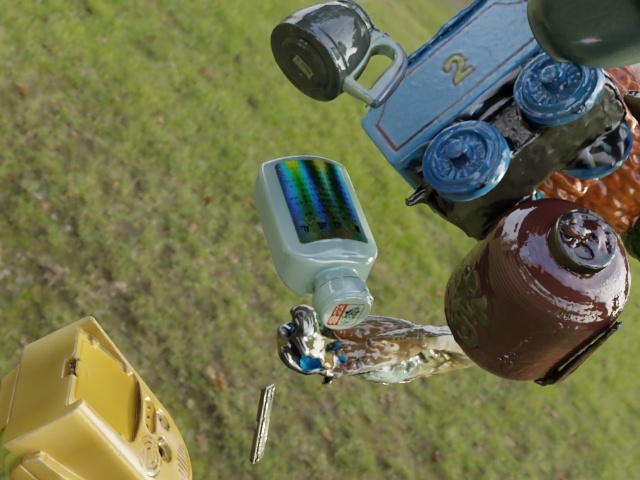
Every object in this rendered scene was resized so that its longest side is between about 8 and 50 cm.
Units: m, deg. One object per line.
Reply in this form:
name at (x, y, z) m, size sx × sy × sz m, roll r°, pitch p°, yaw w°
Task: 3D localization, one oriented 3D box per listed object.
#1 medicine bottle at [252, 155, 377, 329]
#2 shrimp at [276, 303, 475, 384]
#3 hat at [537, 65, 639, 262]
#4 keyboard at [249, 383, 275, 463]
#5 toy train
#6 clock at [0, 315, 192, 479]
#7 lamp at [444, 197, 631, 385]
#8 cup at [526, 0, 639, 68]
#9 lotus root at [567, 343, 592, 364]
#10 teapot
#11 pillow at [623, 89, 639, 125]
medicine bottle at (0.000, 0.000, 1.298) m, size 0.121 × 0.083 × 0.229 m, roll 0°, pitch 46°, yaw -23°
shrimp at (0.112, 0.169, 1.681) m, size 0.446 × 0.221 × 0.110 m, roll 9°, pitch 69°, yaw -41°
hat at (0.453, -0.113, 1.673) m, size 0.400 × 0.285 × 0.285 m, roll 39°, pitch 17°, yaw 3°
keyboard at (-0.095, 0.304, 1.785) m, size 0.015 × 0.129 × 0.049 m, roll 10°, pitch 2°, yaw 17°
toy train at (0.220, -0.152, 1.365) m, size 0.188 × 0.300 × 0.265 m, roll 42°, pitch 12°, yaw -49°
clock at (-0.323, 0.305, 1.592) m, size 0.317 × 0.200 × 0.244 m, roll 50°, pitch 20°, yaw -30°
lamp at (0.240, 0.059, 1.180) m, size 0.180 × 0.258 × 0.180 m, roll 9°, pitch 59°, yaw -15°
cup at (0.299, -0.254, 1.126) m, size 0.199 × 0.150 × 0.199 m, roll 23°, pitch 56°, yaw -39°
lotus root at (0.410, 0.149, 1.797) m, size 0.070 × 0.143 × 0.144 m, roll 34°, pitch 51°, yaw -37°
teapot at (0.025, -0.230, 1.259) m, size 0.149 × 0.108 × 0.111 m, roll 20°, pitch -35°, yaw 42°
pillow at (0.573, -0.088, 1.422) m, size 0.305 × 0.108 × 0.308 m, roll 44°, pitch -4°, yaw -19°
